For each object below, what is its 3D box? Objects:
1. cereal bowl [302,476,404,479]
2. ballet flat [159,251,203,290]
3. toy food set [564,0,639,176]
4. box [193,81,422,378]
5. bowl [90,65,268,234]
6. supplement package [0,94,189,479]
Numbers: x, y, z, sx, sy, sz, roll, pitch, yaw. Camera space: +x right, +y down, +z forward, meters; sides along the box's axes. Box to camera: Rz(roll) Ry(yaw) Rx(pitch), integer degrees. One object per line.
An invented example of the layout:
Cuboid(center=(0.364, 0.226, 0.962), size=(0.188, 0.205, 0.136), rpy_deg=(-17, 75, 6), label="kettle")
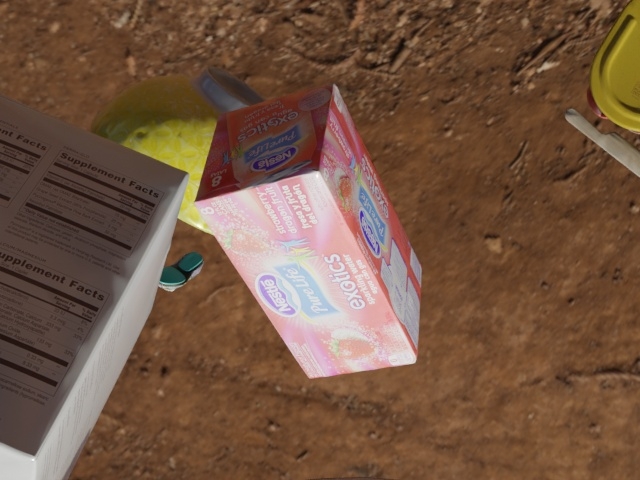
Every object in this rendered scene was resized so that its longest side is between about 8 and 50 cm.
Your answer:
Cuboid(center=(0.030, 0.257, 0.305), size=(0.338, 0.141, 0.339), rpy_deg=(-6, 69, 17), label="cereal bowl")
Cuboid(center=(-0.208, 0.053, 1.322), size=(0.041, 0.114, 0.041), rpy_deg=(9, 112, 23), label="ballet flat")
Cuboid(center=(0.377, -0.188, 1.062), size=(0.128, 0.071, 0.218), rpy_deg=(33, 90, 11), label="toy food set")
Cuboid(center=(0.000, 0.000, 1.010), size=(0.142, 0.154, 0.300), rpy_deg=(-13, 132, 20), label="box")
Cuboid(center=(-0.151, -0.145, 1.263), size=(0.289, 0.289, 0.156), rpy_deg=(39, 106, 9), label="bowl")
Cuboid(center=(-0.250, 0.060, 0.687), size=(0.198, 0.263, 0.199), rpy_deg=(23, 138, -3), label="supplement package")
